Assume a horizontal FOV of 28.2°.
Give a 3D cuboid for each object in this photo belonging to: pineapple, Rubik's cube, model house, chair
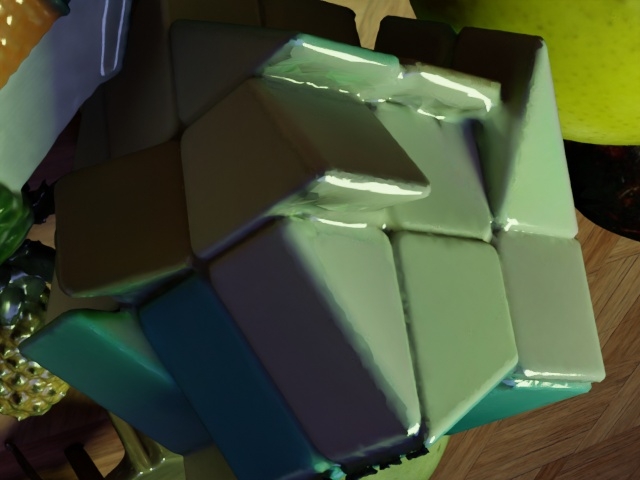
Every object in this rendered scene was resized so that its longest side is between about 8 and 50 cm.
[{"bbox_3d":[-0.270,0.045,1.101,0.125,0.125,0.251,-20,140,-26],"label":"pineapple"},{"bbox_3d":[0.000,0.000,0.905,0.358,0.368,0.387,7,155,-38],"label":"Rubik's cube"},{"bbox_3d":[-0.231,-0.172,0.802,0.301,0.190,0.271,-50,143,-9],"label":"model house"},{"bbox_3d":[-0.177,0.289,1.319,0.183,0.326,0.176,-45,150,16],"label":"chair"}]

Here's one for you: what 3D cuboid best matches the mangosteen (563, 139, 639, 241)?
[{"bbox_3d":[0.360,-0.134,1.326,0.297,0.297,0.293,-30,180,-11],"label":"mangosteen"}]

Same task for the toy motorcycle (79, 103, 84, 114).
[{"bbox_3d":[-0.139,-0.068,1.072,0.112,0.112,0.254,-31,149,-9],"label":"toy motorcycle"}]

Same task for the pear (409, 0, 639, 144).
[{"bbox_3d":[0.226,-0.253,0.948,0.418,0.362,0.362,36,108,-32],"label":"pear"}]

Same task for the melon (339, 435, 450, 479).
[{"bbox_3d":[0.014,0.179,1.420,0.268,0.268,0.330,-18,152,-28],"label":"melon"}]
